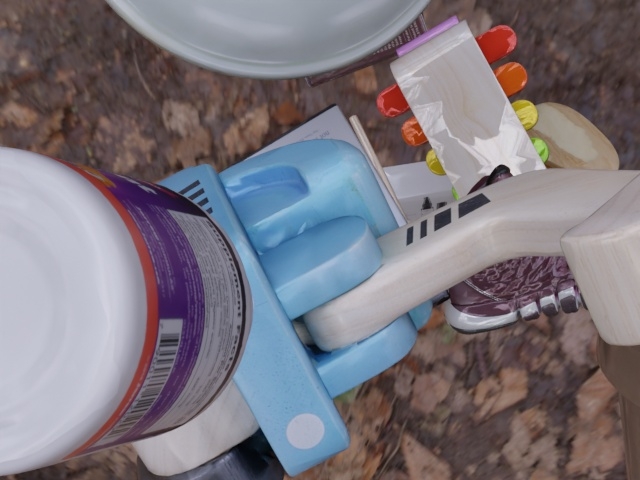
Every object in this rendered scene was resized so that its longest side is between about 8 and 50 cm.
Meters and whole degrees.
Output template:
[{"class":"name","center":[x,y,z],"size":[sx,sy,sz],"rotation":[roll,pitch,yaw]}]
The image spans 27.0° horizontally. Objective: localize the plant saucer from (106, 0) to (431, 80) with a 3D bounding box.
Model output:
[{"class":"plant saucer","center":[-0.045,-0.355,1.247],"size":[0.400,0.100,0.401],"rotation":[1,85,-10]}]

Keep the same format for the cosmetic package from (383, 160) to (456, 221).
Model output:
[{"class":"cosmetic package","center":[0.085,-0.054,1.912],"size":[0.239,0.099,0.060],"rotation":[-9,57,0]}]

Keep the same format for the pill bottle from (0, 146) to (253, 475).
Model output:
[{"class":"pill bottle","center":[-0.089,0.027,0.513],"size":[0.108,0.193,0.108],"rotation":[-1,87,12]}]

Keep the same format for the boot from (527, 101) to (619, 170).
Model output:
[{"class":"boot","center":[0.296,-0.106,1.941],"size":[0.295,0.211,0.104],"rotation":[33,59,28]}]

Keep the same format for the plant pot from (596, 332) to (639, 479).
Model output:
[{"class":"plant pot","center":[0.333,0.157,1.006],"size":[0.263,0.263,0.229],"rotation":[2,110,0]}]

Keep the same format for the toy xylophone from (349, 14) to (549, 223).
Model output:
[{"class":"toy xylophone","center":[0.178,-0.129,1.738],"size":[0.236,0.081,0.323],"rotation":[-21,84,14]}]

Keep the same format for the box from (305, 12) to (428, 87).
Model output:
[{"class":"box","center":[0.048,-0.364,2.080],"size":[0.203,0.168,0.167],"rotation":[-20,109,7]}]

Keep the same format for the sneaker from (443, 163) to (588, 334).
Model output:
[{"class":"sneaker","center":[0.245,-0.011,1.382],"size":[0.281,0.106,0.163],"rotation":[-16,99,12]}]

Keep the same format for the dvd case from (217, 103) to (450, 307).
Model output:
[{"class":"dvd case","center":[0.000,0.000,1.429],"size":[0.180,0.022,0.253],"rotation":[-31,72,3]}]

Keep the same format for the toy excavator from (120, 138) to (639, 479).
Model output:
[{"class":"toy excavator","center":[0.029,0.021,0.955],"size":[0.445,0.433,0.222],"rotation":[-29,110,-2]}]
